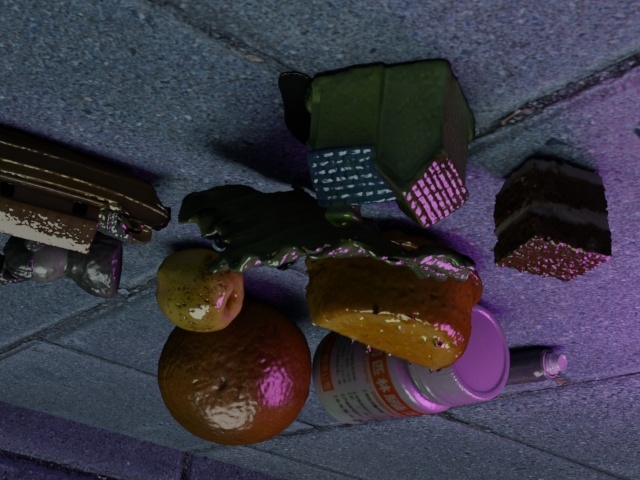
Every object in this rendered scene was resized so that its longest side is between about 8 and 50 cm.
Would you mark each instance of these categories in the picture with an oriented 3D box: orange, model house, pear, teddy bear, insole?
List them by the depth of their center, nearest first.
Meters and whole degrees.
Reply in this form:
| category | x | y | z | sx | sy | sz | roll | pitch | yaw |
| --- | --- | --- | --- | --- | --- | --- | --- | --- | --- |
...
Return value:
| category | x | y | z | sx | sy | sz | roll | pitch | yaw |
| --- | --- | --- | --- | --- | --- | --- | --- | --- | --- |
| model house | 0.086 | -0.104 | 1.254 | 0.214 | 0.189 | 0.195 | -4 | 151 | 19 |
| insole | -0.024 | -0.181 | 1.339 | 0.064 | 0.004 | 0.188 | 2 | 155 | 10 |
| teddy bear | -0.473 | 0.006 | 1.753 | 0.251 | 0.144 | 0.171 | 16 | 134 | -19 |
| pear | -0.237 | 0.093 | 1.840 | 0.178 | 0.178 | 0.178 | 7 | 156 | 3 |
| orange | -0.177 | 0.276 | 2.021 | 0.322 | 0.322 | 0.357 | 6 | 175 | 5 |

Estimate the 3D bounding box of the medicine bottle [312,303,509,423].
| category | x | y | z | sx | sy | sz | roll | pitch | yaw |
| --- | --- | --- | --- | --- | --- | --- | --- | --- | --- |
| medicine bottle | 0.182 | 0.258 | 1.976 | 0.219 | 0.219 | 0.388 | 27 | 150 | -36 |

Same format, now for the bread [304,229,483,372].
| category | x | y | z | sx | sy | sz | roll | pitch | yaw |
| --- | --- | --- | --- | --- | --- | --- | --- | --- | --- |
| bread | 0.148 | 0.093 | 1.653 | 0.340 | 0.194 | 0.179 | 23 | 154 | -19 |

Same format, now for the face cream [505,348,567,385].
| category | x | y | z | sx | sy | sz | roll | pitch | yaw |
| --- | --- | --- | --- | --- | --- | --- | --- | --- | --- |
| face cream | 0.422 | 0.291 | 2.146 | 0.284 | 0.073 | 0.073 | -16 | 146 | 42 |

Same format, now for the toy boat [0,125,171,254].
| category | x | y | z | sx | sy | sz | roll | pitch | yaw |
| --- | --- | --- | --- | --- | --- | --- | --- | --- | --- |
| toy boat | -0.469 | -0.076 | 1.523 | 0.446 | 0.162 | 0.136 | 18 | 156 | -21 |

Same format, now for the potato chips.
| category | x | y | z | sx | sy | sz | roll | pitch | yaw |
| --- | --- | --- | --- | --- | --- | --- | --- | --- | --- |
| potato chips | 0.008 | 0.000 | 1.390 | 0.389 | 0.097 | 0.373 | 6 | -167 | -27 |

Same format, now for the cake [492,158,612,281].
| category | x | y | z | sx | sy | sz | roll | pitch | yaw |
| --- | --- | --- | --- | --- | --- | --- | --- | --- | --- |
| cake | 0.335 | -0.032 | 1.380 | 0.135 | 0.147 | 0.134 | 15 | 156 | -16 |

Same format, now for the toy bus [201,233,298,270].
| category | x | y | z | sx | sy | sz | roll | pitch | yaw |
| --- | --- | --- | --- | --- | --- | --- | --- | --- | --- |
| toy bus | -0.111 | -0.016 | 1.624 | 0.160 | 0.091 | 0.079 | 23 | 154 | -17 |
